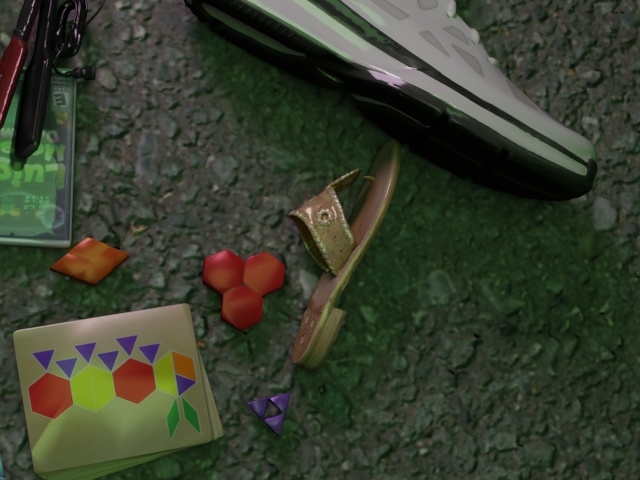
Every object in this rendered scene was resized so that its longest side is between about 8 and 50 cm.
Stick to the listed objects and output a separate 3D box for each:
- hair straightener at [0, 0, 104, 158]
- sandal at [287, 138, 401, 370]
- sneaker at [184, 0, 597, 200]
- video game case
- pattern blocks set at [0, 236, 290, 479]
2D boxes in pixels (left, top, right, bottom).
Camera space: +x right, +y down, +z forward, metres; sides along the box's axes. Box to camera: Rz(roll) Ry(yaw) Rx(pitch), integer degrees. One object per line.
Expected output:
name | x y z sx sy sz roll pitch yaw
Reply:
hair straightener | -0.254 -0.178 1.425 0.089 0.047 0.230 27 58 -33
sandal | 0.002 0.000 1.449 0.079 0.088 0.240 22 84 -15
sneaker | 0.112 -0.237 1.461 0.447 0.169 0.257 30 79 -5
video game case | -0.325 -0.083 1.410 0.190 0.022 0.173 3 82 -19
pattern blocks set | -0.189 0.139 1.420 0.324 0.026 0.285 -1 83 -13
